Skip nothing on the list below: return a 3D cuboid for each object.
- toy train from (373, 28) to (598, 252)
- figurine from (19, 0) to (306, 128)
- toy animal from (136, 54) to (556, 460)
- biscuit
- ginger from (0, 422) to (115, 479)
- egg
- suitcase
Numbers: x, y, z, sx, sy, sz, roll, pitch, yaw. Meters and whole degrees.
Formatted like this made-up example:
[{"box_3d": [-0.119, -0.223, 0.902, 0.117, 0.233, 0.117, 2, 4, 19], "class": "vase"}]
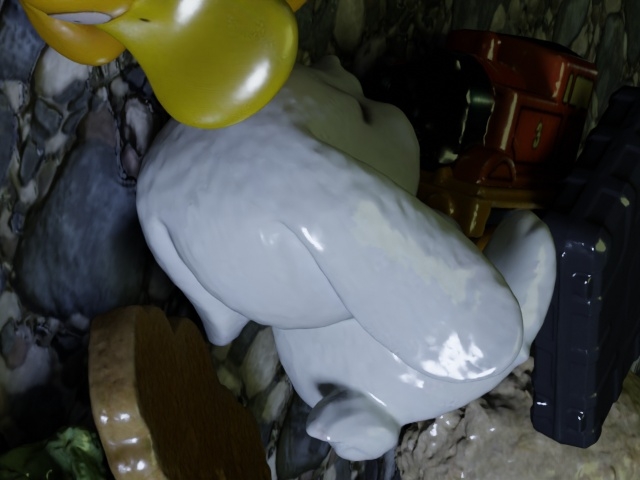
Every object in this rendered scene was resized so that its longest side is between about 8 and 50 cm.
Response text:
[{"box_3d": [0.128, -0.065, 1.357, 0.369, 0.163, 0.232, -1, 105, -65], "class": "toy train"}, {"box_3d": [-0.080, -0.176, 0.902, 0.228, 0.215, 0.215, -62, 155, -57], "class": "figurine"}, {"box_3d": [0.000, 0.000, 1.058, 0.206, 0.271, 0.265, -61, 138, -26], "class": "toy animal"}, {"box_3d": [-0.091, 0.143, 1.105, 0.320, 0.047, 0.183, 29, 52, -75], "class": "biscuit"}, {"box_3d": [-0.188, 0.168, 0.947, 0.137, 0.089, 0.290, -57, 149, 4], "class": "ginger"}, {"box_3d": [0.218, 0.221, 1.593, 0.310, 0.279, 0.279, 7, 97, -52], "class": "egg"}, {"box_3d": [0.248, 0.027, 1.403, 0.206, 0.066, 0.285, -55, 152, -34], "class": "suitcase"}]
